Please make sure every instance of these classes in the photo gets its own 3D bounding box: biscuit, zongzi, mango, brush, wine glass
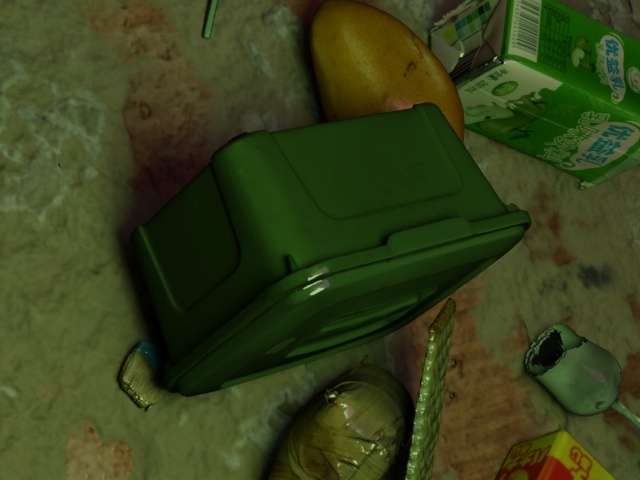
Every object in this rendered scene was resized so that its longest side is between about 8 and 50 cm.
[{"bbox_3d":[0.102,0.164,1.665,0.144,0.016,0.203,-38,137,-74],"label":"biscuit"},{"bbox_3d":[0.004,0.214,1.650,0.099,0.197,0.194,38,16,5],"label":"zongzi"},{"bbox_3d":[0.065,-0.156,1.806,0.145,0.112,0.219,-29,89,-35],"label":"mango"},{"bbox_3d":[-0.132,0.089,1.631,0.051,0.014,0.164,52,49,-17],"label":"brush"},{"bbox_3d":[0.311,0.170,1.887,0.195,0.079,0.079,38,54,-21],"label":"wine glass"}]

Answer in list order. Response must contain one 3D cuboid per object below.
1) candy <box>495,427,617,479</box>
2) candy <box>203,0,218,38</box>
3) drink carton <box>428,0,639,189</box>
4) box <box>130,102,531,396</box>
[{"bbox_3d":[0.214,0.339,1.745,0.146,0.088,0.276,43,53,-17],"label":"candy"},{"bbox_3d":[-0.097,-0.293,1.787,0.058,0.062,0.194,61,39,-66],"label":"candy"},{"bbox_3d":[0.254,-0.166,1.923,0.271,0.161,0.108,21,62,-26],"label":"drink carton"},{"bbox_3d":[0.000,0.000,1.610,0.328,0.253,0.178,-15,74,-45],"label":"box"}]
